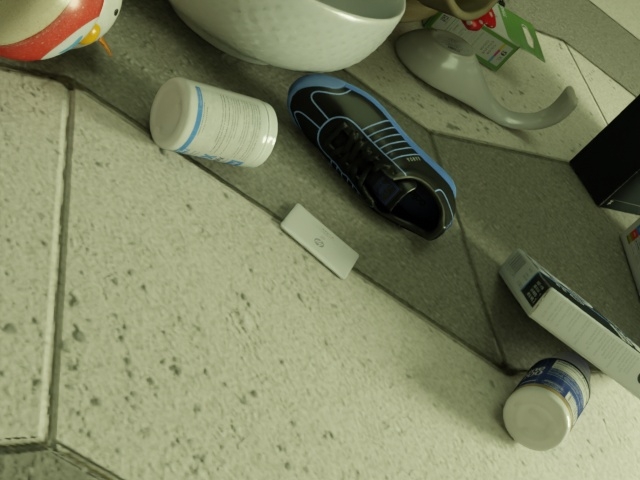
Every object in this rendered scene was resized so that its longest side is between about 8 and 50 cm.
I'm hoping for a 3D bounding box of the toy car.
[{"bbox_3d":[-0.236,-0.222,0.905,0.210,0.219,0.238,57,7,22],"label":"toy car"}]

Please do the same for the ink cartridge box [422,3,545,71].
[{"bbox_3d":[0.256,-0.344,1.649,0.209,0.062,0.109,24,38,-26],"label":"ink cartridge box"}]

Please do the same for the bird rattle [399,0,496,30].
[{"bbox_3d":[0.136,-0.385,1.511,0.207,0.143,0.253,-29,72,-18],"label":"bird rattle"}]

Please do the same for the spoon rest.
[{"bbox_3d":[0.233,-0.230,1.496,0.276,0.084,0.137,20,35,-9],"label":"spoon rest"}]

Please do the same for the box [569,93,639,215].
[{"bbox_3d":[0.544,-0.128,1.591,0.261,0.184,0.103,8,43,-42],"label":"box"}]

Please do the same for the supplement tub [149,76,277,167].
[{"bbox_3d":[-0.103,-0.112,0.986,0.107,0.071,0.071,11,43,-39],"label":"supplement tub"}]

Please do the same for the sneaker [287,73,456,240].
[{"bbox_3d":[0.057,-0.090,1.121,0.232,0.081,0.090,36,28,-10],"label":"sneaker"}]

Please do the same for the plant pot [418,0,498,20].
[{"bbox_3d":[0.116,-0.479,1.340,0.280,0.323,0.323,22,25,24],"label":"plant pot"}]

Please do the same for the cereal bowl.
[{"bbox_3d":[-0.077,-0.306,1.170,0.339,0.141,0.339,29,31,-20],"label":"cereal bowl"}]

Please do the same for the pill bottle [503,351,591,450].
[{"bbox_3d":[0.232,0.156,1.030,0.067,0.067,0.120,47,32,8],"label":"pill bottle"}]

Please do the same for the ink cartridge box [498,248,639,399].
[{"bbox_3d":[0.298,0.103,1.120,0.208,0.045,0.206,39,9,-6],"label":"ink cartridge box"}]

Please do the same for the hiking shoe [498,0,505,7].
[{"bbox_3d":[0.205,-0.436,1.695,0.226,0.114,0.086,17,56,6],"label":"hiking shoe"}]

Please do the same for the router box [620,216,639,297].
[{"bbox_3d":[0.549,0.020,1.313,0.082,0.301,0.335,28,35,-20],"label":"router box"}]

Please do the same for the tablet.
[{"bbox_3d":[0.000,0.000,1.023,0.083,0.006,0.054,40,32,-3],"label":"tablet"}]
